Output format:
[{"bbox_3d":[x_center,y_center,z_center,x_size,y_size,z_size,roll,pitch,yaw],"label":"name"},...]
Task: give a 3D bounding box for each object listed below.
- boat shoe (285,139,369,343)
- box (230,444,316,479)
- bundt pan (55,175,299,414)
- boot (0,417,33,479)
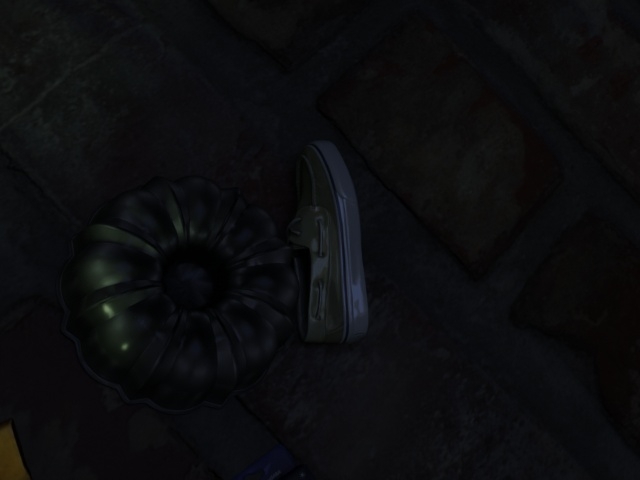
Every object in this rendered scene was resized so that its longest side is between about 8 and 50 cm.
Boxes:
[{"bbox_3d":[0.000,0.000,1.311,0.094,0.109,0.302,-4,76,-23],"label":"boat shoe"},{"bbox_3d":[-0.034,0.392,1.192,0.136,0.036,0.225,-32,85,-30],"label":"box"},{"bbox_3d":[-0.172,0.057,1.204,0.331,0.124,0.330,8,69,-20],"label":"bundt pan"},{"bbox_3d":[-0.457,0.253,0.956,0.281,0.096,0.264,-21,93,-10],"label":"boot"}]
